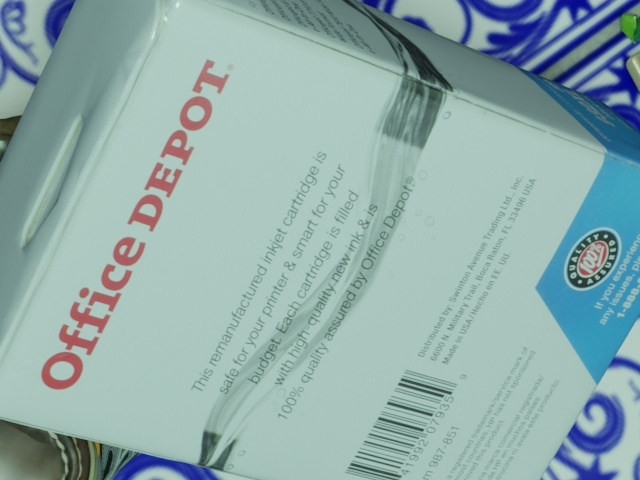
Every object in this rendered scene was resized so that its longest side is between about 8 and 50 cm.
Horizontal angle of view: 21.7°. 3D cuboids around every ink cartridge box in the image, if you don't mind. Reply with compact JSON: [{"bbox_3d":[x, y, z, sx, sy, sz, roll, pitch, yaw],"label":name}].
[{"bbox_3d":[0.000,0.000,0.839,0.307,0.129,0.223,18,111,-28],"label":"ink cartridge box"}]

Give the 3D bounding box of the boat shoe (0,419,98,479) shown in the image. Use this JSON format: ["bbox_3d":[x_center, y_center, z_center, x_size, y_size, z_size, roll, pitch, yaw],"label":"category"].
[{"bbox_3d":[-0.270,0.073,0.782,0.342,0.123,0.123,21,76,-6],"label":"boat shoe"}]

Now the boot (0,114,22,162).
[{"bbox_3d":[-0.140,-0.033,0.924,0.305,0.115,0.112,-9,121,-12],"label":"boot"}]

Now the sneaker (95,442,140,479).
[{"bbox_3d":[-0.132,0.100,0.906,0.084,0.083,0.215,33,73,-3],"label":"sneaker"}]

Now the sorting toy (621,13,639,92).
[{"bbox_3d":[0.225,-0.114,1.061,0.062,0.012,0.083,-28,90,-11],"label":"sorting toy"}]
